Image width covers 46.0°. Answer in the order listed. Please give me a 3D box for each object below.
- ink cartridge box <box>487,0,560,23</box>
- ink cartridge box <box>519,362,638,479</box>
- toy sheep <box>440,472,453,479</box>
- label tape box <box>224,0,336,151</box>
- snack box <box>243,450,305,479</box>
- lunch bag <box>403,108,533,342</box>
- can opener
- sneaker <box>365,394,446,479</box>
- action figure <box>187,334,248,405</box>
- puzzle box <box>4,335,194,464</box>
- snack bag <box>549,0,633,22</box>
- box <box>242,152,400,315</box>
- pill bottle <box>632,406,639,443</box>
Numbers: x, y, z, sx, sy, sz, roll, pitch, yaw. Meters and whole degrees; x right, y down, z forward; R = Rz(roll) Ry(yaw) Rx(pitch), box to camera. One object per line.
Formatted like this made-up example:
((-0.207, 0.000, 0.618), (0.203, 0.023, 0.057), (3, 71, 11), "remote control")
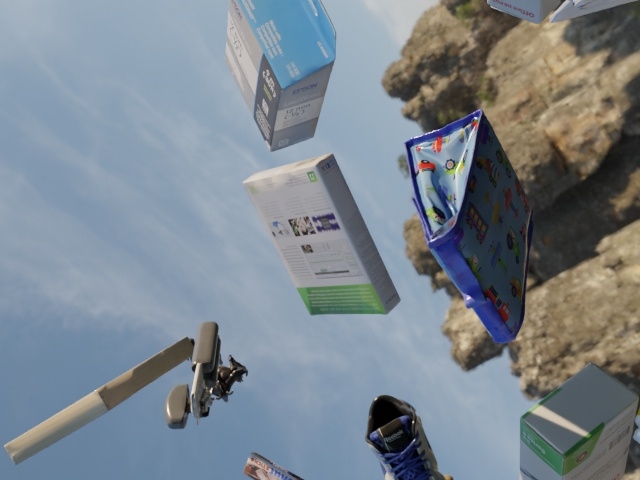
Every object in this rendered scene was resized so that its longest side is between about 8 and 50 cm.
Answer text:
((0.413, -0.559, 1.544), (0.140, 0.082, 0.190), (34, 162, 32), "ink cartridge box")
((0.516, 0.423, 1.532), (0.121, 0.211, 0.289), (40, 152, 42), "ink cartridge box")
((0.309, 0.668, 2.001), (0.091, 0.132, 0.091), (26, -156, -13), "toy sheep")
((-0.085, -0.366, 1.440), (0.347, 0.115, 0.249), (109, 138, -67), "label tape box")
((-0.122, 0.637, 2.027), (0.178, 0.064, 0.022), (22, -172, 23), "snack box")
((0.227, -0.009, 1.099), (0.221, 0.138, 0.293), (54, -152, -31), "lunch bag")
((-0.243, 0.254, 1.479), (0.280, 0.093, 0.074), (-87, -5, -64), "can opener")
((0.158, 0.418, 1.396), (0.315, 0.127, 0.182), (65, -175, 33), "sneaker")
((-0.282, 0.369, 2.064), (0.275, 0.164, 0.141), (52, 167, 54), "action figure")
((-0.475, 0.348, 1.699), (0.052, 0.272, 0.409), (58, -161, 2), "puzzle box")
((0.696, -0.567, 1.649), (0.342, 0.323, 0.037), (145, 108, -83), "snack bag")
((0.000, 0.000, 1.472), (0.058, 0.232, 0.322), (-37, -71, -37), "box")
((0.620, 0.321, 1.386), (0.065, 0.065, 0.116), (41, -109, -33), "pill bottle")
